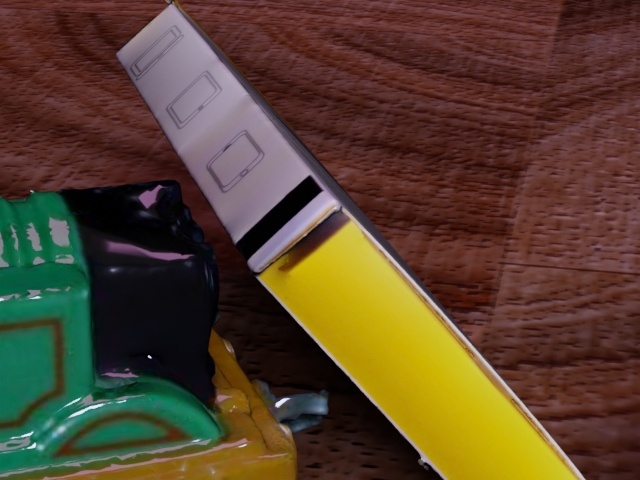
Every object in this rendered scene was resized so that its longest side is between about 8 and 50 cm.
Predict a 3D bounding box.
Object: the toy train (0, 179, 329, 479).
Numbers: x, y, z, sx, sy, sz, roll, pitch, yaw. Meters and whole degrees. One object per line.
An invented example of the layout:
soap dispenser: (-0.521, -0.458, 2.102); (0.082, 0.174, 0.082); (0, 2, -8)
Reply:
toy train: (-0.105, 0.040, 0.450); (0.227, 0.136, 0.091); (-9, 24, -16)

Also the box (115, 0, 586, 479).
box: (0.000, 0.000, 0.580); (0.033, 0.129, 0.247); (-42, 25, 2)
